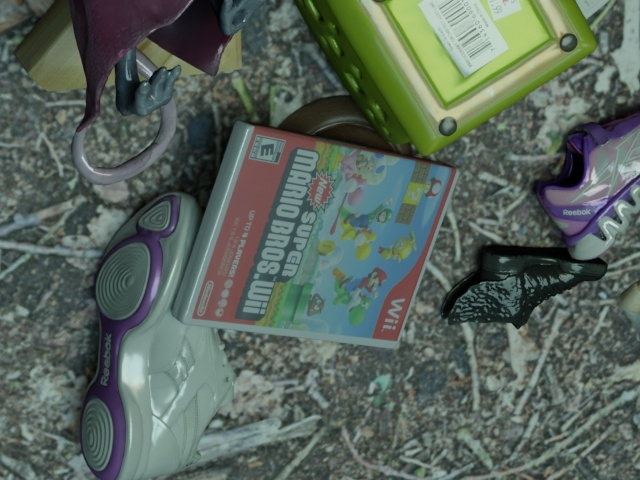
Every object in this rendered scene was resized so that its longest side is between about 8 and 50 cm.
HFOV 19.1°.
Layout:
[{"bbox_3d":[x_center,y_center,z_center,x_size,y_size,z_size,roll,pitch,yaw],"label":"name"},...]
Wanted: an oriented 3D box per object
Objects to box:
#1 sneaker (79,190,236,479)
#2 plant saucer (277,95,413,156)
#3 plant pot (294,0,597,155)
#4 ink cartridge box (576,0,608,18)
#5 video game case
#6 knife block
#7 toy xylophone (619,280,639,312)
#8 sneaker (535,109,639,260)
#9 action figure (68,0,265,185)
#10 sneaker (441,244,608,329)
[{"bbox_3d":[-0.152,0.096,1.906,0.152,0.114,0.305,0,109,-40],"label":"sneaker"},{"bbox_3d":[0.020,-0.063,1.934,0.168,0.029,0.168,-6,110,-17],"label":"plant saucer"},{"bbox_3d":[0.114,-0.221,1.786,0.227,0.207,0.228,-32,109,0],"label":"plant pot"},{"bbox_3d":[0.259,-0.323,1.895,0.235,0.056,0.171,-38,107,24],"label":"ink cartridge box"},{"bbox_3d":[0.000,0.000,1.886,0.285,0.025,0.204,9,105,-41],"label":"video game case"},{"bbox_3d":[-0.151,-0.275,1.766,0.276,0.088,0.242,-9,111,-16],"label":"knife block"},{"bbox_3d":[0.443,-0.017,1.977,0.236,0.081,0.322,1,143,-24],"label":"toy xylophone"},{"bbox_3d":[0.316,-0.095,1.995,0.104,0.095,0.236,41,90,-10],"label":"sneaker"},{"bbox_3d":[-0.212,-0.281,1.662,0.248,0.370,0.275,-35,158,-42],"label":"action figure"},{"bbox_3d":[0.219,0.054,2.034,0.170,0.051,0.089,5,107,-16],"label":"sneaker"}]
